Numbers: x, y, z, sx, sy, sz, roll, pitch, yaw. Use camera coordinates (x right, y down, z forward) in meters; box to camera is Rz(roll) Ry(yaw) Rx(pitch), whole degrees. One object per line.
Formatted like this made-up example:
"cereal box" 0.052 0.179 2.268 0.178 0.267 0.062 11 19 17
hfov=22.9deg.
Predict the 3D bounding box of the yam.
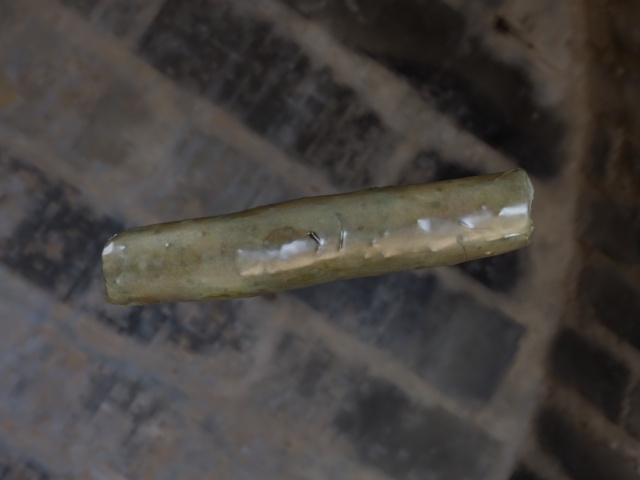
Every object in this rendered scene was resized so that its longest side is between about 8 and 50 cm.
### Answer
"yam" 0.000 0.000 1.136 0.071 0.317 0.067 78 4 -57
